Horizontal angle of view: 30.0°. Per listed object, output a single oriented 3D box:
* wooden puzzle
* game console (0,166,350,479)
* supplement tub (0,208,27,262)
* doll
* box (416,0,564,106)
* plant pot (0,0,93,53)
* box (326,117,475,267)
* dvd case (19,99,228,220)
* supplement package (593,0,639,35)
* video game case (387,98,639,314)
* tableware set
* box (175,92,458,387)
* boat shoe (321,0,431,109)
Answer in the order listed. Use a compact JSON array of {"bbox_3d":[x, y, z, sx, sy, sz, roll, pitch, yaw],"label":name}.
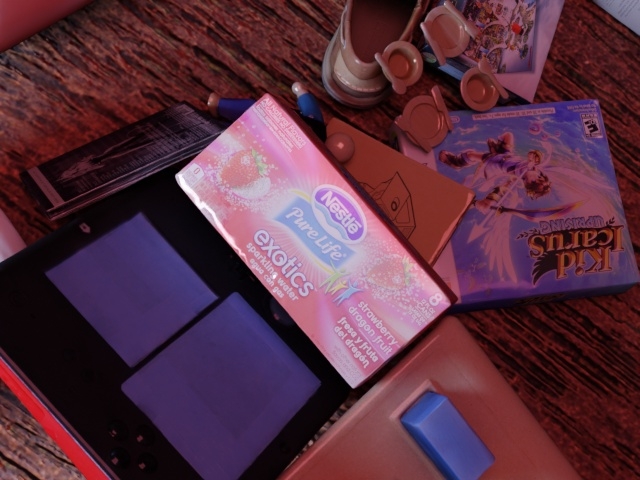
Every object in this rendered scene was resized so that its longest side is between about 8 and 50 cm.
[{"bbox_3d":[0.132,0.307,1.289,0.348,0.080,0.322,-43,103,-19],"label":"wooden puzzle"},{"bbox_3d":[-0.150,0.108,1.245,0.342,0.060,0.386,51,35,-1],"label":"game console"},{"bbox_3d":[-0.482,0.061,1.234,0.331,0.241,0.241,-40,83,-17],"label":"supplement tub"},{"bbox_3d":[-0.048,-0.132,1.429,0.189,0.046,0.129,16,73,17],"label":"doll"},{"bbox_3d":[0.229,-0.305,1.535,0.159,0.044,0.233,26,70,-17],"label":"box"},{"bbox_3d":[-0.337,-0.376,1.394,0.243,0.275,0.275,-25,79,-25],"label":"plant pot"},{"bbox_3d":[0.057,-0.034,1.419,0.201,0.021,0.164,30,83,17],"label":"box"},{"bbox_3d":[-0.227,-0.096,1.373,0.221,0.164,0.018,-26,116,-15],"label":"dvd case"},{"bbox_3d":[0.505,-0.366,1.534,0.263,0.199,0.198,38,71,4],"label":"supplement package"},{"bbox_3d":[0.236,-0.043,1.470,0.269,0.061,0.244,-6,75,-11],"label":"video game case"},{"bbox_3d":[0.143,-0.199,1.442,0.169,0.020,0.141,-37,101,-23],"label":"tableware set"},{"bbox_3d":[0.000,0.000,1.310,0.142,0.154,0.300,-42,83,6],"label":"box"},{"bbox_3d":[0.093,-0.324,1.502,0.123,0.116,0.324,15,72,-4],"label":"boat shoe"}]
